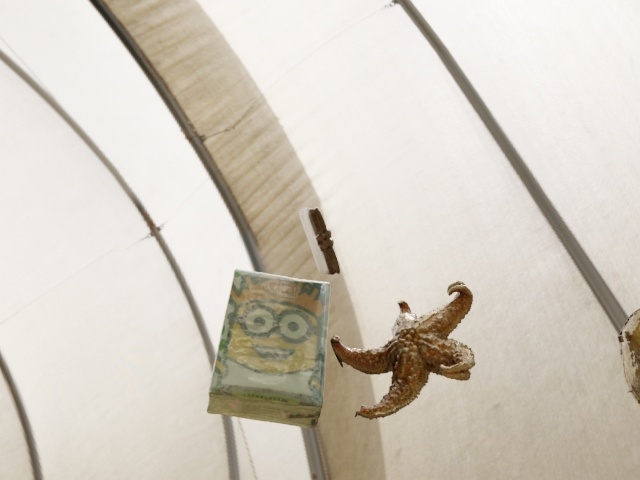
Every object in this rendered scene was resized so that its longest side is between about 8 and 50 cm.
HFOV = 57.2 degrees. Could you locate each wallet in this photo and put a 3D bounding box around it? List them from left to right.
[{"bbox_3d":[0.000,0.000,1.265,0.038,0.118,0.153,-19,-82,-14],"label":"wallet"}]

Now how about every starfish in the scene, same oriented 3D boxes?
[{"bbox_3d":[0.168,0.204,1.168,0.303,0.312,0.113,-18,-60,19],"label":"starfish"}]

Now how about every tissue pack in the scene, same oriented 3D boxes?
[{"bbox_3d":[-0.101,0.223,1.260,0.227,0.311,0.128,10,-40,-4],"label":"tissue pack"}]

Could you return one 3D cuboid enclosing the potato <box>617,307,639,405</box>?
[{"bbox_3d":[0.649,0.241,0.991,0.238,0.116,0.299,-20,-71,25],"label":"potato"}]
